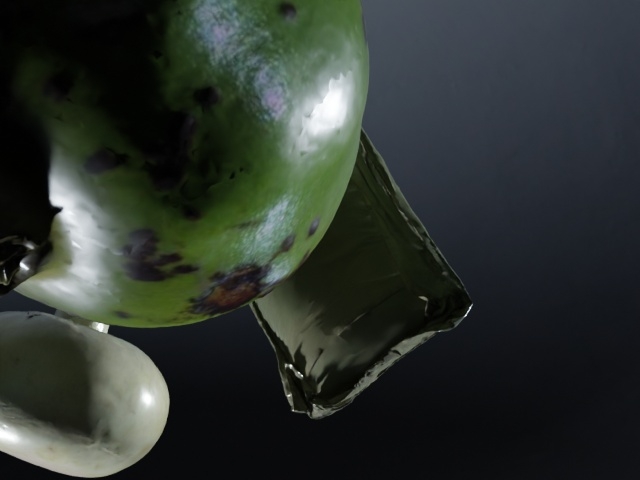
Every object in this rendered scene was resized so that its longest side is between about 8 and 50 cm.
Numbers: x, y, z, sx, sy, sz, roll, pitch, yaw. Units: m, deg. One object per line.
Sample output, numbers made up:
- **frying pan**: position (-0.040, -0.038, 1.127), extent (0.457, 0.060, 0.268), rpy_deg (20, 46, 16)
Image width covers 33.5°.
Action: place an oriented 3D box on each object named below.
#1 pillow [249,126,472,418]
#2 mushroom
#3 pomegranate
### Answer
- **pillow**: position (0.000, 0.000, 0.618), extent (0.119, 0.208, 0.053), rpy_deg (-39, 143, 17)
- **mushroom**: position (-0.282, 0.151, 1.171), extent (0.246, 0.202, 0.246), rpy_deg (12, 151, 7)
- **pomegranate**: position (-0.099, -0.071, 0.496), extent (0.270, 0.254, 0.254), rpy_deg (-60, 137, -32)
